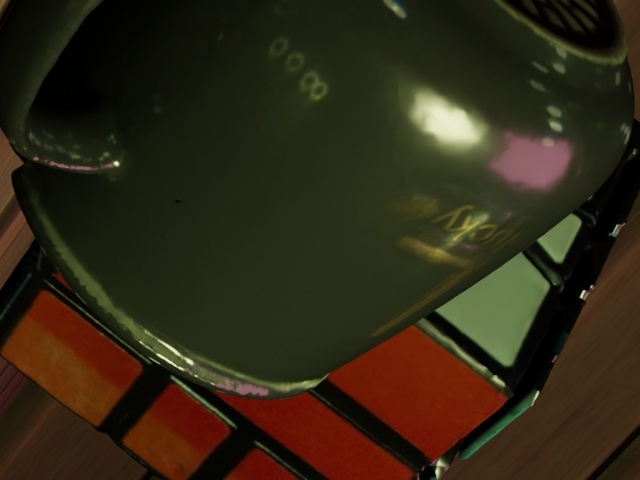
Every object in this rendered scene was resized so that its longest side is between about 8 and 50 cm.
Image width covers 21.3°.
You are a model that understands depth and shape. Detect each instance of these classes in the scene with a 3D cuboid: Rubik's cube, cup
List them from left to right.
[{"bbox_3d":[-0.019,-0.049,0.545,0.176,0.169,0.223,-42,153,29],"label":"cup"},{"bbox_3d":[0.000,0.000,1.106,0.283,0.293,0.288,-46,-175,43],"label":"Rubik's cube"}]
